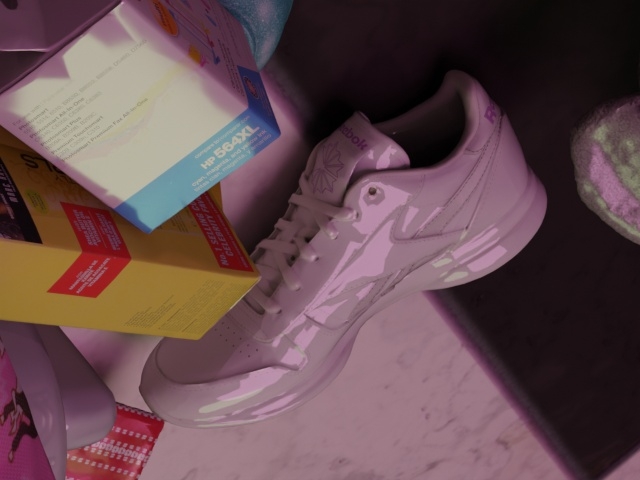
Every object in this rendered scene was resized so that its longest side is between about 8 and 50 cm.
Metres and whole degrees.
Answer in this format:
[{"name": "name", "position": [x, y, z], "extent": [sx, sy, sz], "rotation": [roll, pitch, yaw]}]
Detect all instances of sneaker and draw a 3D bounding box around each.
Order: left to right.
[{"name": "sneaker", "position": [0.000, 0.000, 1.242], "extent": [0.305, 0.114, 0.152], "rotation": [-35, 131, -12]}]

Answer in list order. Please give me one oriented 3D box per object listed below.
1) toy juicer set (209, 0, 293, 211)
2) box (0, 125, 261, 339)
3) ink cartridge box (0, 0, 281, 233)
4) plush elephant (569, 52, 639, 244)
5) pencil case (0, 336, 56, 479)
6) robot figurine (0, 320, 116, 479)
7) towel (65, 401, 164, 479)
[{"name": "toy juicer set", "position": [-0.110, -0.129, 1.014], "extent": [0.209, 0.089, 0.329], "rotation": [5, 133, -25]}, {"name": "box", "position": [-0.133, -0.005, 0.954], "extent": [0.058, 0.087, 0.232], "rotation": [-43, 151, 22]}, {"name": "ink cartridge box", "position": [-0.103, -0.090, 0.920], "extent": [0.090, 0.092, 0.143], "rotation": [-34, 137, 15]}, {"name": "plush elephant", "position": [0.284, -0.127, 1.221], "extent": [0.255, 0.330, 0.272], "rotation": [25, 119, -32]}, {"name": "pencil case", "position": [-0.228, 0.031, 0.775], "extent": [0.160, 0.167, 0.386], "rotation": [-32, 109, -30]}, {"name": "robot figurine", "position": [-0.274, 0.111, 0.990], "extent": [0.353, 0.200, 0.300], "rotation": [-9, 135, -48]}, {"name": "towel", "position": [-0.238, 0.207, 1.231], "extent": [0.199, 0.031, 0.275], "rotation": [19, 104, -35]}]
